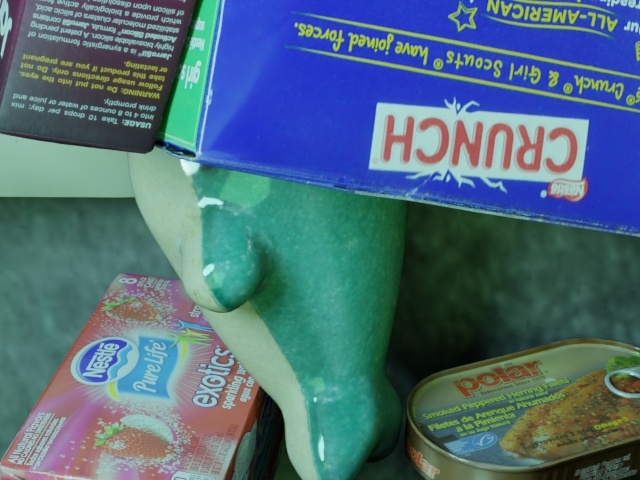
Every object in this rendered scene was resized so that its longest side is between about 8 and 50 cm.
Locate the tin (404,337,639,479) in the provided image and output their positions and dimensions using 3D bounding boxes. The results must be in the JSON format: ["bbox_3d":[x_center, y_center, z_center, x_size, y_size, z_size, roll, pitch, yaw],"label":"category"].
[{"bbox_3d":[0.136,0.107,1.054,0.189,0.106,0.040,-11,127,-28],"label":"tin"}]

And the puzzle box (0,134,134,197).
[{"bbox_3d":[-0.203,-0.204,0.943,0.272,0.052,0.409,1,124,-16],"label":"puzzle box"}]

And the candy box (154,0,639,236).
[{"bbox_3d":[0.076,-0.175,0.863,0.268,0.122,0.317,9,94,-18],"label":"candy box"}]

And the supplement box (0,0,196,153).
[{"bbox_3d":[-0.101,-0.148,0.822,0.080,0.104,0.188,7,123,-20],"label":"supplement box"}]

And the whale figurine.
[{"bbox_3d":[0.000,0.000,0.996,0.141,0.216,0.272,-19,90,23],"label":"whale figurine"}]

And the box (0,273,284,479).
[{"bbox_3d":[-0.097,0.131,1.046,0.122,0.257,0.128,8,114,6],"label":"box"}]
